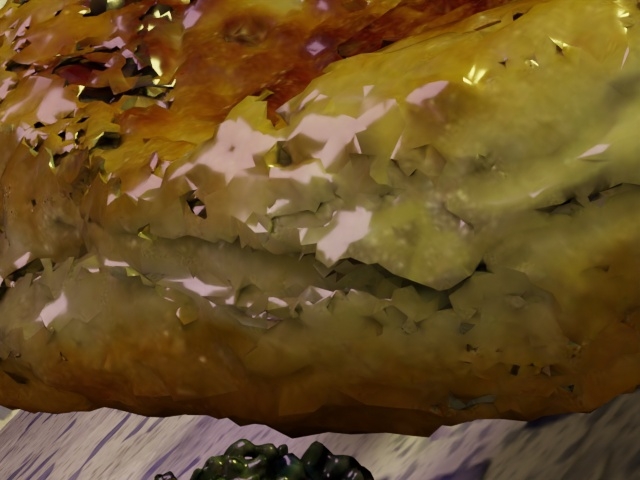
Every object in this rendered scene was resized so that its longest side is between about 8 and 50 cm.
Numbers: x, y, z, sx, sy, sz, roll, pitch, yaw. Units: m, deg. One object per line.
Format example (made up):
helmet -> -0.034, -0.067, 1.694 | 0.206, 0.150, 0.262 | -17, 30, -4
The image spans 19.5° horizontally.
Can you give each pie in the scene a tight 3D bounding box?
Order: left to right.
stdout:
pie -> 0.032, -0.047, 0.498 | 0.308, 0.085, 0.308 | -15, 28, 8

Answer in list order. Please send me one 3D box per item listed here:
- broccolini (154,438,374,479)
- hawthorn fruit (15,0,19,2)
broccolini -> -0.021, 0.094, 0.469 | 0.202, 0.091, 0.068 | 139, 138, -69
hawthorn fruit -> -0.004, -0.101, 0.736 | 0.242, 0.242, 0.272 | 154, 125, -73
